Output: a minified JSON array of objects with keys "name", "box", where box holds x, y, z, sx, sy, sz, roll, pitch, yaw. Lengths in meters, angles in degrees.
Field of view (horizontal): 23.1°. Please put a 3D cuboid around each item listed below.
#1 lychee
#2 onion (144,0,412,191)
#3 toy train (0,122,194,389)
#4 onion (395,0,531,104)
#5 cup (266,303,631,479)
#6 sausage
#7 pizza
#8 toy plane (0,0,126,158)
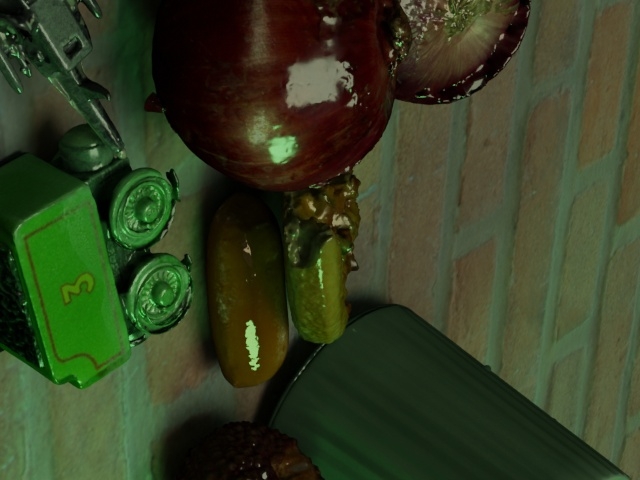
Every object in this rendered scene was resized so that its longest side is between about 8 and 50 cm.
[{"name":"lychee","box":[-0.091,0.303,1.801,0.188,0.188,0.188,-30,132,-40]},{"name":"onion","box":[-0.034,-0.181,1.513,0.276,0.276,0.276,-30,132,-40]},{"name":"toy train","box":[-0.230,0.019,1.479,0.188,0.132,0.243,-34,133,-31]},{"name":"onion","box":[0.119,-0.268,1.743,0.248,0.161,0.248,-16,113,-41]},{"name":"cup","box":[0.160,0.318,1.959,0.310,0.392,0.401,-47,147,-16]},{"name":"sausage","box":[-0.081,0.062,1.731,0.098,0.098,0.238,-32,133,-39]},{"name":"pizza","box":[0.000,0.034,1.716,0.257,0.087,0.268,-87,177,-55]},{"name":"toy plane","box":[-0.226,-0.169,1.339,0.192,0.088,0.262,-49,119,-25]}]
